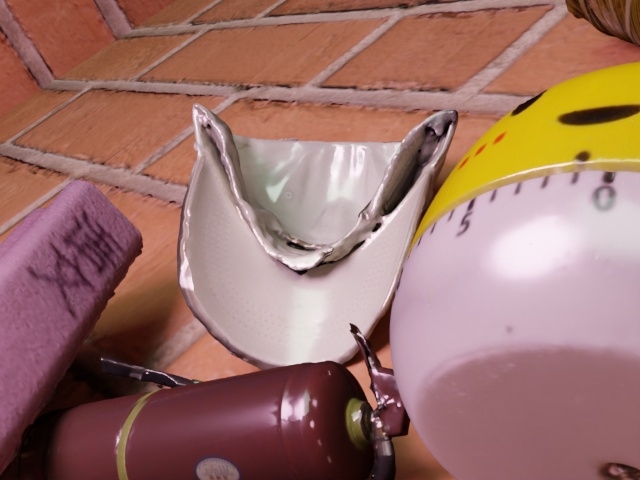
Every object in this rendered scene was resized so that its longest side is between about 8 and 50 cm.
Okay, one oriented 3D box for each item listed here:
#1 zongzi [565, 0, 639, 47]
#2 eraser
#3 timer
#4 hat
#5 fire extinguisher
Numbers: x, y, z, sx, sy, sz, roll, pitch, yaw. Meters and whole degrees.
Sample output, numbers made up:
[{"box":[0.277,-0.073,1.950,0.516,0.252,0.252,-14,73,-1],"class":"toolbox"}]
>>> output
[{"box":[0.436,-0.265,0.852,0.286,0.134,0.288,-24,42,-1],"class":"zongzi"},{"box":[-0.330,0.120,0.769,0.272,0.122,0.359,-36,17,22],"class":"eraser"},{"box":[0.187,0.010,0.444,0.285,0.285,0.285,-21,29,13],"class":"timer"},{"box":[0.000,-0.007,0.811,0.258,0.168,0.301,3,61,13],"class":"hat"},{"box":[-0.072,0.137,0.619,0.341,0.141,0.105,-16,-8,28],"class":"fire extinguisher"}]
